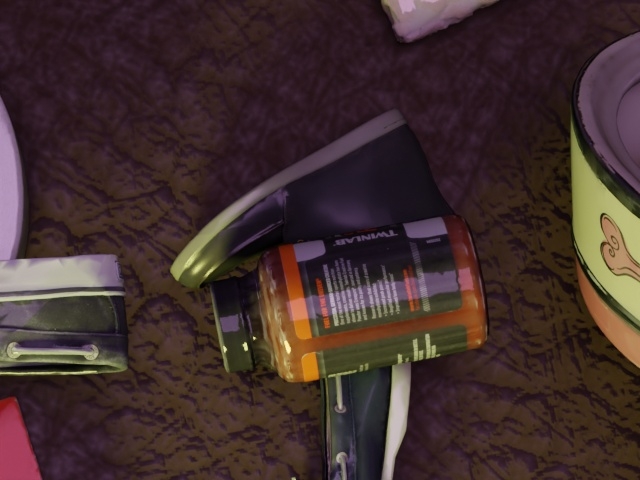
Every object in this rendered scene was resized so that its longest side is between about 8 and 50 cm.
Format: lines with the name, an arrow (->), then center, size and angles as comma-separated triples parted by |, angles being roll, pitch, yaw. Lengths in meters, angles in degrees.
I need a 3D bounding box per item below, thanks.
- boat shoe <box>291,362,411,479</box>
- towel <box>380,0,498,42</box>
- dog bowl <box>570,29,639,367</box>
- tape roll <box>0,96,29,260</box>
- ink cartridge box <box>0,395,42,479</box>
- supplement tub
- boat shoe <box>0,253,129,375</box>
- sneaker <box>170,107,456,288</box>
boat shoe -> 0.017, 0.196, 1.497 | 0.079, 0.095, 0.254 | 9, 80, -5
towel -> 0.141, -0.367, 1.589 | 0.332, 0.053, 0.317 | -28, 85, 3
dog bowl -> 0.366, -0.005, 1.427 | 0.408, 0.408, 0.150 | 8, 122, -3
tape roll -> -0.419, -0.024, 1.506 | 0.392, 0.072, 0.392 | 1, 83, -4
ink cartridge box -> -0.319, 0.270, 1.479 | 0.275, 0.060, 0.239 | -19, 85, -7
supplement tub -> 0.020, 0.046, 1.464 | 0.198, 0.106, 0.106 | -10, 83, -3
boat shoe -> -0.288, 0.076, 1.419 | 0.301, 0.108, 0.102 | -6, 81, -13
sneaker -> 0.000, 0.000, 1.530 | 0.222, 0.083, 0.118 | -32, 86, -9
